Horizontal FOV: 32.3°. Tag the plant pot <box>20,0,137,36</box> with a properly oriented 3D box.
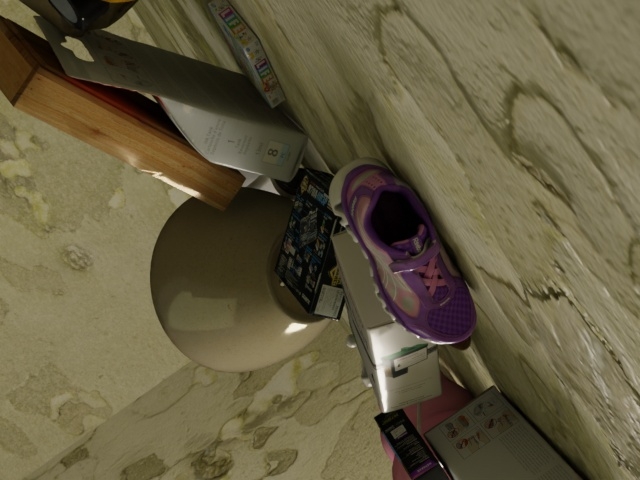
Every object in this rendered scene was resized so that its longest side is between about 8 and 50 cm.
[{"bbox_3d":[-0.410,-0.486,1.666,0.305,0.334,0.334,42,174,9],"label":"plant pot"}]

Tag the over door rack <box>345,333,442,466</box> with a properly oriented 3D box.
[{"bbox_3d":[0.094,0.173,1.724,0.324,0.108,0.239,-99,-18,-49],"label":"over door rack"}]

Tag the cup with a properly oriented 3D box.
[{"bbox_3d":[-0.088,0.059,1.864,0.237,0.331,0.331,-8,120,55],"label":"cup"}]

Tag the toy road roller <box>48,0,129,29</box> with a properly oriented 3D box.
[{"bbox_3d":[-0.296,-0.442,1.336,0.329,0.202,0.240,50,164,-5],"label":"toy road roller"}]

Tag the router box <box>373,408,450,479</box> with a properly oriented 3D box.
[{"bbox_3d":[0.151,0.331,1.565,0.179,0.046,0.133,58,178,-38],"label":"router box"}]

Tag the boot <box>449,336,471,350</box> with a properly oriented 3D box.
[{"bbox_3d":[0.171,0.115,1.468,0.118,0.042,0.087,57,-179,35],"label":"boot"}]

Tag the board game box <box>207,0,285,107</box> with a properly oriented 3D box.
[{"bbox_3d":[-0.105,-0.271,1.599,0.103,0.026,0.154,53,175,28],"label":"board game box"}]

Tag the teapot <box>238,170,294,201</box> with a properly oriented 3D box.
[{"bbox_3d":[-0.157,-0.124,2.218,0.252,0.187,0.256,52,174,30],"label":"teapot"}]

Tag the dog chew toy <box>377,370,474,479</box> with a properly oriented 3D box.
[{"bbox_3d":[0.195,0.330,1.865,0.206,0.206,0.332,59,-178,-39],"label":"dog chew toy"}]

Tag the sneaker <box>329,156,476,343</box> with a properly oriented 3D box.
[{"bbox_3d":[0.099,0.018,1.201,0.236,0.095,0.104,57,168,-13],"label":"sneaker"}]

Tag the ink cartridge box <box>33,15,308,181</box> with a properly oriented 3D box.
[{"bbox_3d":[-0.247,-0.223,1.722,0.385,0.091,0.308,11,-159,-29],"label":"ink cartridge box"}]

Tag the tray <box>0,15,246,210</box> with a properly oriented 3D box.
[{"bbox_3d":[-0.314,-0.192,1.687,0.411,0.076,0.203,26,-167,-45],"label":"tray"}]

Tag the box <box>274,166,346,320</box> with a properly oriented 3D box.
[{"bbox_3d":[0.000,0.000,1.622,0.051,0.175,0.220,13,-170,-19],"label":"box"}]

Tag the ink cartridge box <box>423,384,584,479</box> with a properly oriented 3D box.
[{"bbox_3d":[0.303,0.389,1.481,0.272,0.130,0.309,58,176,-29],"label":"ink cartridge box"}]

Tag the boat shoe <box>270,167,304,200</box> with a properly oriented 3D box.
[{"bbox_3d":[-0.076,-0.162,2.041,0.206,0.075,0.065,58,136,37],"label":"boat shoe"}]

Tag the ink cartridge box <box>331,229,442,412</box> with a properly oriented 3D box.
[{"bbox_3d":[0.089,0.098,1.451,0.219,0.092,0.160,76,175,-52],"label":"ink cartridge box"}]
